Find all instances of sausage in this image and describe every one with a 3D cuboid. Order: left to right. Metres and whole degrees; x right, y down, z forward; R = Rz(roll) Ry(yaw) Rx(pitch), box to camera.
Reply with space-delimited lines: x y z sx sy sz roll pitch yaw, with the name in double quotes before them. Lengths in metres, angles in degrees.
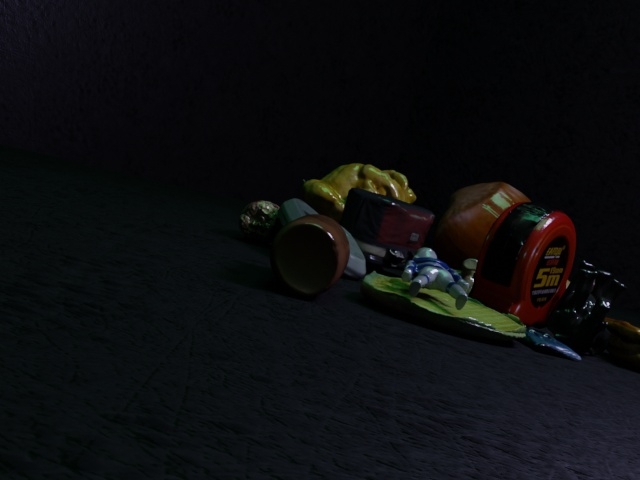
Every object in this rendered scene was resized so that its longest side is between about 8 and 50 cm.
"sausage" -0.013 0.019 1.456 0.121 0.121 0.304 16 4 2

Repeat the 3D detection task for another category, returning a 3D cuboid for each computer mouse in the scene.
"computer mouse" -0.003 0.006 1.922 0.197 0.095 0.331 28 11 -14

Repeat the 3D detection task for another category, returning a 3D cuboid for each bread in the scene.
"bread" 0.208 0.116 1.522 0.301 0.045 0.301 15 6 -2
"bread" 0.590 0.195 1.657 0.115 0.077 0.200 14 2 -2

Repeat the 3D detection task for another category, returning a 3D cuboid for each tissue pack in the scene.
"tissue pack" 0.379 0.172 1.538 0.085 0.028 0.138 15 7 -16

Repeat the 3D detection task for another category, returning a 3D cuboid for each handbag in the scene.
"handbag" 0.154 -0.012 2.143 0.181 0.181 0.254 22 7 34

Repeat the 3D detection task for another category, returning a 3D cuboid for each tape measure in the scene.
"tape measure" 0.394 0.053 1.727 0.114 0.261 0.253 21 12 35

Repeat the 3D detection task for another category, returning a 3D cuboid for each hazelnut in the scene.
"hazelnut" 0.506 0.005 2.606 0.372 0.315 0.372 26 28 -15

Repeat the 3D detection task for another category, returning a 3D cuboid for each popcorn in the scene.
"popcorn" 0.107 -0.065 2.433 0.315 0.297 0.281 -15 50 -6

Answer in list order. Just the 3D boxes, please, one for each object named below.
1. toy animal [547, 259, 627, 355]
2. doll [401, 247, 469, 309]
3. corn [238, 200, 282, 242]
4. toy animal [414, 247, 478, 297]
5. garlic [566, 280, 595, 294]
"toy animal" 0.498 0.129 1.657 0.114 0.146 0.245 29 10 15
"doll" 0.188 0.062 1.507 0.114 0.057 0.227 10 16 -2
"corn" -0.124 -0.040 2.115 0.098 0.098 0.290 16 0 8
"toy animal" 0.311 0.097 2.017 0.218 0.103 0.101 12 -21 8
"garlic" 0.607 0.146 2.267 0.115 0.128 0.206 61 -12 -22
